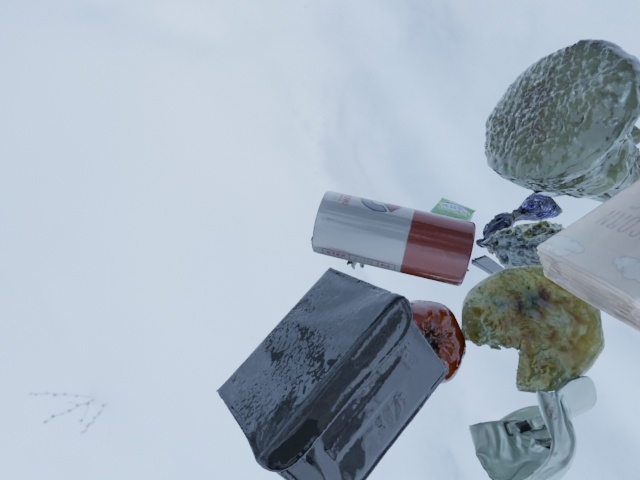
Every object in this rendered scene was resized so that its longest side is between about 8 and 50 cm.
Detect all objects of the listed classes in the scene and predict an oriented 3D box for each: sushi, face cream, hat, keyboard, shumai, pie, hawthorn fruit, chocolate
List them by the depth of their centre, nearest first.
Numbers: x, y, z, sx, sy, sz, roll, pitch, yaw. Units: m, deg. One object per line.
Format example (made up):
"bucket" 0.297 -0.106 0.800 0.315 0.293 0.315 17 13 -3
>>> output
"face cream" 0.103 -0.004 0.640 0.214 0.096 0.095 13 102 12
"hat" 0.509 0.432 0.987 0.168 0.302 0.257 67 149 29
"shumai" 0.605 -0.235 1.028 0.324 0.324 0.397 -64 21 5
"pie" 0.530 0.208 1.119 0.338 0.075 0.337 -4 80 22
"hawthorn fruit" 0.244 0.247 1.143 0.212 0.299 0.211 0 92 -8
"sushi" 0.662 0.030 1.407 0.274 0.184 0.139 -10 112 26
"chocolate" 0.773 -0.083 1.770 0.343 0.148 0.126 -31 58 20
"keyboard" 0.726 0.109 1.898 0.072 0.231 0.023 -30 52 33

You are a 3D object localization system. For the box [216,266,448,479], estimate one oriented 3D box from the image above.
"box" 0.020 0.259 0.837 0.204 0.345 0.251 52 163 -25

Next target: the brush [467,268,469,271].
"brush" 0.594 0.102 1.869 0.083 0.019 0.021 39 147 16

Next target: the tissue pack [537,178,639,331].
"tissue pack" 0.452 -0.033 0.533 0.326 0.170 0.071 -33 116 1

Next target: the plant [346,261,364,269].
"plant" 0.212 0.019 1.952 0.262 0.305 0.296 -11 52 -4

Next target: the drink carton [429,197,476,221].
"drink carton" 0.541 -0.071 1.896 0.161 0.271 0.108 26 128 20

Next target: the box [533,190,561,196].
"box" 0.660 -0.271 1.328 0.073 0.290 0.288 -17 81 40

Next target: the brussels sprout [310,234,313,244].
"brussels sprout" 0.000 -0.001 1.314 0.046 0.083 0.050 0 93 14
